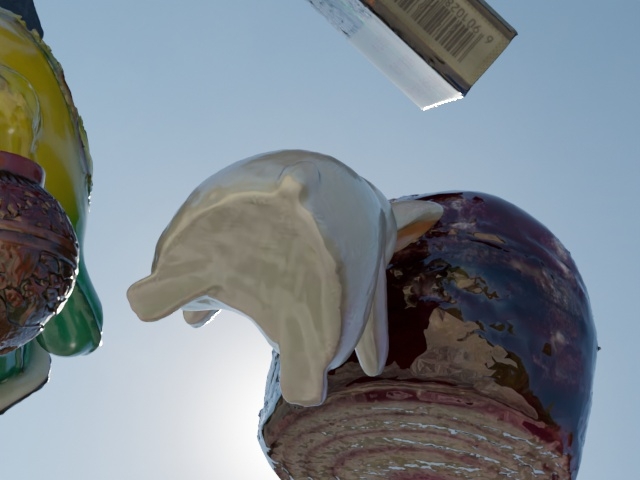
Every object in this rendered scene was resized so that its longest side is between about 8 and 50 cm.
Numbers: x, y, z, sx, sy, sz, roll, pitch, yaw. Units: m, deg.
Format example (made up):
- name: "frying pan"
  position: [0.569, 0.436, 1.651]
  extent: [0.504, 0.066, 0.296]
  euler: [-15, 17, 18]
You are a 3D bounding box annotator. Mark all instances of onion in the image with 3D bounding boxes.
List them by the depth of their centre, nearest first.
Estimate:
- name: "onion"
  position: [0.090, 0.098, 0.999]
  extent: [0.282, 0.260, 0.337]
  euler: [5, -36, 3]

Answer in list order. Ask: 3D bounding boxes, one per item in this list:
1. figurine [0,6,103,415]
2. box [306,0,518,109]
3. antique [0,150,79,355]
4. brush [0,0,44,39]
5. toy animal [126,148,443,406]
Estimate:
- name: "figurine"
  position: [-0.297, -0.027, 0.871]
  extent: [0.323, 0.231, 0.340]
  euler: [28, -43, 15]
- name: "box"
  position: [0.036, -0.265, 1.126]
  extent: [0.310, 0.198, 0.084]
  euler: [42, -92, -6]
- name: "antique"
  position: [-0.169, 0.010, 0.564]
  extent: [0.104, 0.104, 0.104]
  euler: [17, -57, 29]
- name: "brush"
  position: [-0.484, -0.320, 1.593]
  extent: [0.059, 0.197, 0.123]
  euler: [-25, -97, 38]
- name: "toy animal"
  position: [-0.006, 0.013, 0.750]
  extent: [0.140, 0.282, 0.138]
  euler: [20, -85, 12]
